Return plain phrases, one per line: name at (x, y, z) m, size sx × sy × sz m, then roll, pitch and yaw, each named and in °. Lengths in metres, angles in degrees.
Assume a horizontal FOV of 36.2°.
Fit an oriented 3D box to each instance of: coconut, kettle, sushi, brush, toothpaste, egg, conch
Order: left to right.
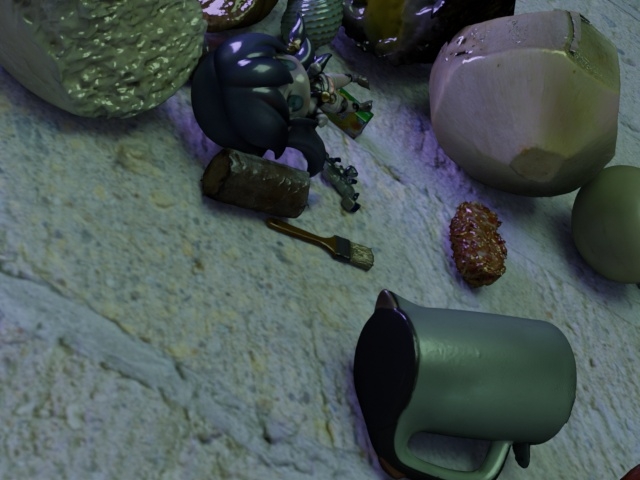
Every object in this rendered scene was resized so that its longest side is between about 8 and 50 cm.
conch at (-0.013, -0.395, 1.683) m, size 0.102 × 0.153 × 0.135 m, roll 24°, pitch 6°, yaw -29°
brush at (0.000, 0.000, 1.385) m, size 0.170 × 0.014 × 0.043 m, roll 21°, pitch 39°, yaw -20°
toothpaste at (0.005, -0.242, 1.611) m, size 0.178 × 0.043 × 0.037 m, roll 40°, pitch 41°, yaw 3°
sushi at (0.175, -0.468, 1.776) m, size 0.299 × 0.281 × 0.294 m, roll 41°, pitch 31°, yaw 21°
kettle at (0.174, 0.194, 1.223) m, size 0.255 × 0.165 × 0.240 m, roll 11°, pitch 74°, yaw -30°
coconut at (0.349, -0.230, 1.658) m, size 0.353 × 0.352 × 0.352 m, roll 22°, pitch 41°, yaw -20°
egg at (0.529, -0.032, 1.696) m, size 0.186 × 0.186 × 0.241 m, roll 21°, pitch 36°, yaw -21°

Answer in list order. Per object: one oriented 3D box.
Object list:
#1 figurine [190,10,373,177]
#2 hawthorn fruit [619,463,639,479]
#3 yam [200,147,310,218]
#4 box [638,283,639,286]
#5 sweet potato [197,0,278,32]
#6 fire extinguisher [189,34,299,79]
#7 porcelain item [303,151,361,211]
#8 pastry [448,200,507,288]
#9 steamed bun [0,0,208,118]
figurine at (-0.062, -0.201, 1.400) m, size 0.265 × 0.197 × 0.175 m, roll 21°, pitch 35°, yaw -52°
hawthorn fruit at (0.400, 0.384, 1.167) m, size 0.261 × 0.224 × 0.224 m, roll -17°, pitch 61°, yaw -24°
yam at (-0.085, -0.077, 1.343) m, size 0.141 × 0.079 × 0.079 m, roll 15°, pitch 43°, yaw -30°
box at (0.678, 0.131, 1.734) m, size 0.143 × 0.083 × 0.232 m, roll 3°, pitch 48°, yaw -36°
sweet potato at (-0.127, -0.445, 1.639) m, size 0.158 × 0.158 × 0.369 m, roll 37°, pitch 31°, yaw -1°
fire extinguisher at (-0.158, -0.277, 1.503) m, size 0.268 × 0.072 × 0.089 m, roll 1°, pitch 16°, yaw -37°
porcelain item at (0.032, -0.103, 1.509) m, size 0.075 × 0.021 × 0.136 m, roll -14°, pitch 61°, yaw -50°
pastry at (0.241, 0.008, 1.533) m, size 0.087 × 0.063 × 0.169 m, roll 21°, pitch 37°, yaw -12°
steamed bun at (-0.302, -0.298, 1.294) m, size 0.290 × 0.273 × 0.272 m, roll -30°, pitch 115°, yaw -46°
